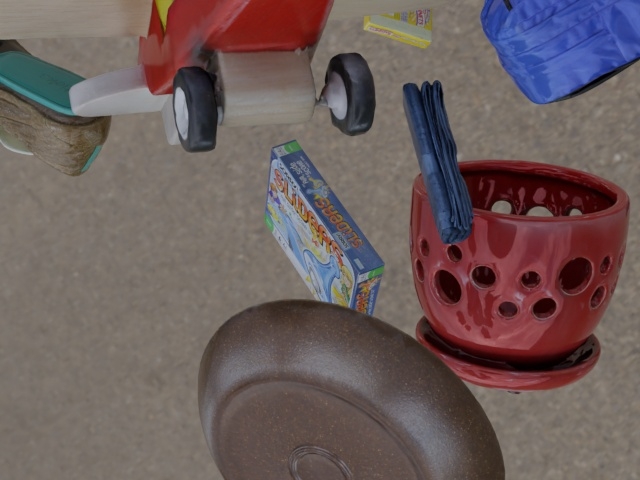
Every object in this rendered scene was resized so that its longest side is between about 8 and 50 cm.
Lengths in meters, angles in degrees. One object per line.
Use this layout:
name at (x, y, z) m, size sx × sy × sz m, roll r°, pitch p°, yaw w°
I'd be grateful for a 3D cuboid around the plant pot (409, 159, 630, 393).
plant pot at (0.170, 0.031, 1.045) m, size 0.191 × 0.191 × 0.174 m, roll 19°, pitch 113°, yaw 36°

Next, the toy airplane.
toy airplane at (-0.096, -0.213, 0.946) m, size 0.384 × 0.386 × 0.272 m, roll -3°, pitch 98°, yaw 26°

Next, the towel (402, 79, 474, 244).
towel at (0.090, -0.059, 0.878) m, size 0.067 × 0.029 × 0.119 m, roll 71°, pitch -176°, yaw -81°

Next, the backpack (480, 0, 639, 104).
backpack at (0.154, -0.150, 0.706) m, size 0.120 × 0.098 × 0.101 m, roll -34°, pitch 110°, yaw 22°

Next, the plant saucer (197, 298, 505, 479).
plant saucer at (0.007, 0.126, 0.675) m, size 0.198 × 0.036 × 0.198 m, roll 14°, pitch 126°, yaw 21°

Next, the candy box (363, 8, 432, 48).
candy box at (0.118, -0.391, 1.747) m, size 0.027 × 0.105 × 0.206 m, roll 139°, pitch 141°, yaw -55°

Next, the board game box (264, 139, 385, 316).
board game box at (0.000, 0.000, 1.343) m, size 0.201 × 0.035 × 0.136 m, roll 55°, pitch 154°, yaw 31°

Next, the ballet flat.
ballet flat at (-0.367, -0.177, 1.296) m, size 0.342 × 0.116 × 0.124 m, roll 33°, pitch 131°, yaw 20°
